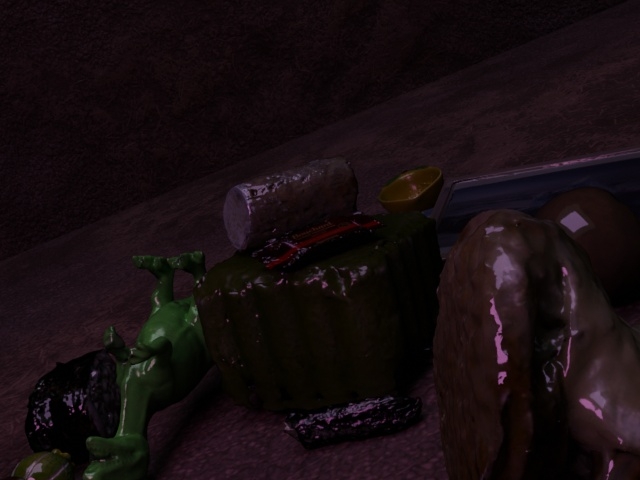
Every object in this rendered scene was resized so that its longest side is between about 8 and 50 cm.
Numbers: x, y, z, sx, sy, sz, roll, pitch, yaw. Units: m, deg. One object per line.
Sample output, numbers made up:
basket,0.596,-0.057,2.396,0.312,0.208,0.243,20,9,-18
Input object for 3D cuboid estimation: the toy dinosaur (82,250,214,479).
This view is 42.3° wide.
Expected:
toy dinosaur,-0.188,0.211,1.302,0.144,0.375,0.500,-8,-20,21

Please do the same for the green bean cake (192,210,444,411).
green bean cake,0.020,0.097,1.237,0.335,0.218,0.319,-4,15,28

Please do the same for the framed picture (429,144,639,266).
framed picture,0.402,-0.063,1.456,0.446,0.028,0.326,-9,27,26

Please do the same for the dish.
dish,0.205,-0.092,1.792,0.148,0.080,0.208,-22,18,10

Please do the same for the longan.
longan,0.367,0.011,1.152,0.189,0.189,0.189,-19,17,6

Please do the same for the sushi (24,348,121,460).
sushi,-0.392,0.263,1.320,0.127,0.124,0.225,-20,17,2

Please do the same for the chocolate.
chocolate,0.000,0.000,1.129,0.182,0.028,0.086,-20,25,-26

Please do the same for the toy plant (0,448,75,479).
toy plant,-0.396,0.347,1.123,0.092,0.093,0.162,-12,19,26

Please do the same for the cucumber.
cucumber,0.043,0.226,1.049,0.181,0.053,0.053,-15,18,15

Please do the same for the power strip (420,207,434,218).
power strip,0.251,-0.040,1.635,0.367,0.043,0.106,-19,16,7

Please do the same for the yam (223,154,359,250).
yam,-0.046,-0.054,1.232,0.194,0.107,0.107,-17,15,-15

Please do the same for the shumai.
shumai,0.264,0.140,0.788,0.288,0.330,0.292,-2,55,-2
